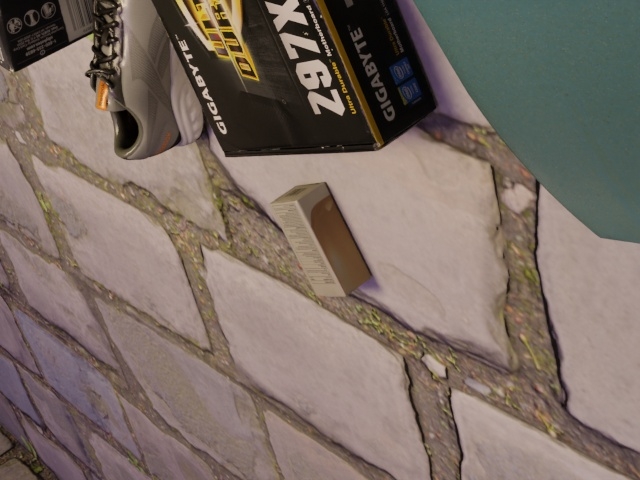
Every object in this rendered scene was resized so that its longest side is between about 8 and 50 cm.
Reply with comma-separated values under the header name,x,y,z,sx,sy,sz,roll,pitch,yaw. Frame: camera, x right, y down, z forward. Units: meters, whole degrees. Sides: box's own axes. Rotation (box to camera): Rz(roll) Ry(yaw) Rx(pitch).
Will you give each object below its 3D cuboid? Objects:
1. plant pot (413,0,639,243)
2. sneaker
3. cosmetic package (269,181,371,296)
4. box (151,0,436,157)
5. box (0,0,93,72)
name,x,y,z,sx,sy,sz,roll,pitch,yaw
plant pot,0.178,-0.116,0.577,0.165,0.165,0.234,11,138,53
sneaker,-0.202,-0.203,1.129,0.100,0.108,0.272,29,141,43
cosmetic package,0.000,0.000,1.101,0.060,0.041,0.115,-1,120,57
box,-0.061,-0.230,0.912,0.257,0.079,0.322,4,123,54
box,-0.363,-0.323,1.185,0.270,0.165,0.143,34,144,35
